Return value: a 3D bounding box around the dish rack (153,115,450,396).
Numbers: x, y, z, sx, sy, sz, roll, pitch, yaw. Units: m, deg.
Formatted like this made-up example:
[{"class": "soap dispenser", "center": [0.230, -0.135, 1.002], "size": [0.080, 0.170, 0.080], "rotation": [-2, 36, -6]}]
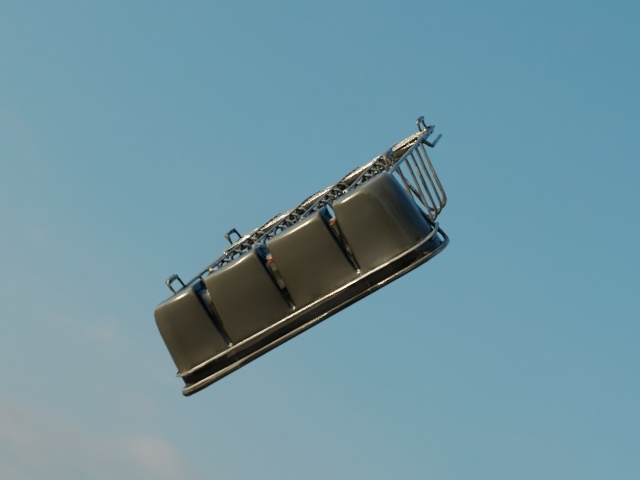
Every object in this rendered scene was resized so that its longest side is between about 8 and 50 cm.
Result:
[{"class": "dish rack", "center": [0.000, 0.000, 1.275], "size": [0.074, 0.208, 0.271], "rotation": [59, 16, -5]}]
